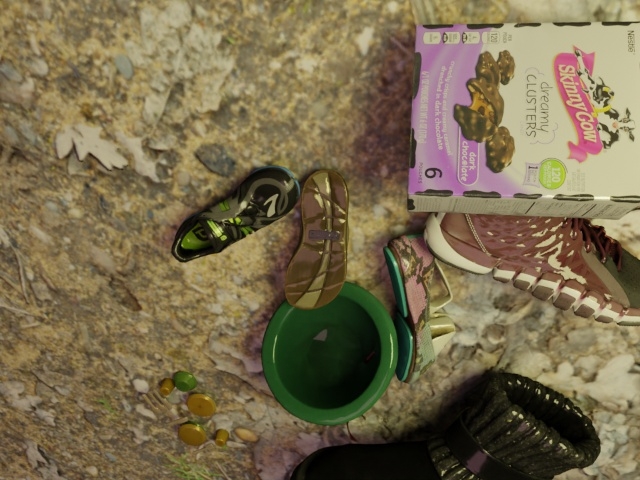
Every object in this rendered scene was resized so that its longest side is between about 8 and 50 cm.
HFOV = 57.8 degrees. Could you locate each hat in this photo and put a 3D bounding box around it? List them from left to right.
[{"bbox_3d":[0.026,0.160,0.806,0.173,0.183,0.208,38,94,18],"label":"hat"}]

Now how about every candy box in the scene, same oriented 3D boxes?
[{"bbox_3d":[0.181,-0.108,0.529,0.197,0.070,0.164,2,79,9],"label":"candy box"}]

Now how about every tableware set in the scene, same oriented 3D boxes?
[{"bbox_3d":[-0.202,0.274,0.924,0.104,0.024,0.154,-25,112,20],"label":"tableware set"}]

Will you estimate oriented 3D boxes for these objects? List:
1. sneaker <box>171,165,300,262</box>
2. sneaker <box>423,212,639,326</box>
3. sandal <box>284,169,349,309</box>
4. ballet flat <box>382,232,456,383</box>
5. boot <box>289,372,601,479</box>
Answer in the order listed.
[{"bbox_3d":[-0.101,-0.023,0.686,0.188,0.078,0.067,-28,112,23],"label":"sneaker"},{"bbox_3d":[0.262,-0.020,0.601,0.282,0.106,0.162,17,120,2],"label":"sneaker"},{"bbox_3d":[0.000,0.000,0.703,0.072,0.049,0.180,7,108,1],"label":"sandal"},{"bbox_3d":[0.126,0.088,0.719,0.079,0.077,0.221,-13,120,-7],"label":"ballet flat"},{"bbox_3d":[0.158,0.281,0.752,0.348,0.131,0.260,10,133,-28],"label":"boot"}]
